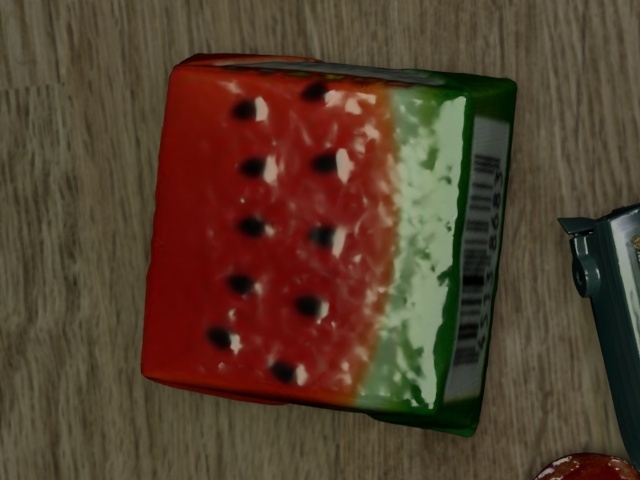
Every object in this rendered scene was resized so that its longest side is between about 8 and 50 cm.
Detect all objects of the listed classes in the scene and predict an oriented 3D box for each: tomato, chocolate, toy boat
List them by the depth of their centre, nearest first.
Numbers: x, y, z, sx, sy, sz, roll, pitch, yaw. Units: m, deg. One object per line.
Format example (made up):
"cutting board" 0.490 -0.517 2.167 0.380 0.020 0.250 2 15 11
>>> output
"toy boat" 0.325 0.105 1.651 0.122 0.114 0.296 -15 88 -9
"tomato" 0.267 0.290 1.677 0.139 0.091 0.159 -19 60 1
"chocolate" 0.000 0.000 1.686 0.341 0.161 0.360 6 92 14
